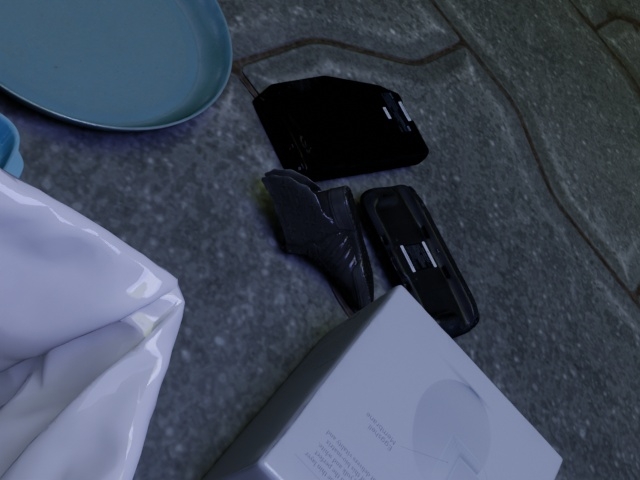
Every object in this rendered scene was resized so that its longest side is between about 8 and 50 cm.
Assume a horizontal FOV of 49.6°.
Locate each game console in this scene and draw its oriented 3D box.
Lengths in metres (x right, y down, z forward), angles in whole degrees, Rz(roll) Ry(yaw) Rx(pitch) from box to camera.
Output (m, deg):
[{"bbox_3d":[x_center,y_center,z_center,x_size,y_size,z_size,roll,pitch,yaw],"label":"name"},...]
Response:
[{"bbox_3d":[0.073,-0.045,0.833,0.213,0.044,0.361,-13,70,-39],"label":"game console"}]

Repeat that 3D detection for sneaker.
[{"bbox_3d":[0.000,0.001,0.739,0.051,0.089,0.170,-69,147,-66],"label":"sneaker"}]

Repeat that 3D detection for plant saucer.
[{"bbox_3d":[-0.244,-0.237,0.723,0.317,0.044,0.317,18,54,-26],"label":"plant saucer"}]

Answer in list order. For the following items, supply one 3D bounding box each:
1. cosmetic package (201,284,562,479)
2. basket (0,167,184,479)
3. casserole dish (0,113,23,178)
[{"bbox_3d":[0.055,0.204,0.592,0.224,0.138,0.225,47,45,-1],"label":"cosmetic package"},{"bbox_3d":[-0.285,0.104,0.264,0.328,0.266,0.331,37,51,-32],"label":"basket"},{"bbox_3d":[-0.340,-0.083,0.559,0.188,0.037,0.114,25,51,-20],"label":"casserole dish"}]
